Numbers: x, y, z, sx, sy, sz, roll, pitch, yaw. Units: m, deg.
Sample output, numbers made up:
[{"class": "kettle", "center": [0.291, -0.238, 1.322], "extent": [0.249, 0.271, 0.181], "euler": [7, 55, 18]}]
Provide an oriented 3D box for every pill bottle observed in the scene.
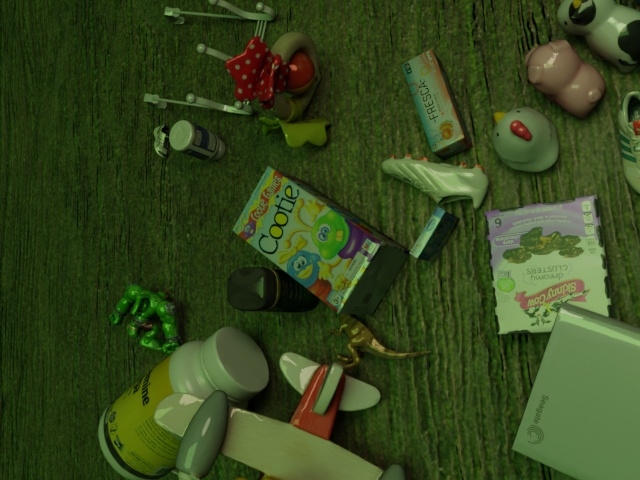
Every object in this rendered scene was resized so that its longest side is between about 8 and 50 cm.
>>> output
[{"class": "pill bottle", "center": [-0.267, 0.319, 1.122], "extent": [0.334, 0.188, 0.188], "euler": [-39, 66, 19]}, {"class": "pill bottle", "center": [-0.265, -0.214, 1.233], "extent": [0.067, 0.120, 0.067], "euler": [-5, 81, 29]}]

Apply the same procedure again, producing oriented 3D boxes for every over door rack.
[{"class": "over door rack", "center": [-0.270, -0.413, 1.273], "extent": [0.324, 0.108, 0.240], "euler": [12, 89, 31]}]

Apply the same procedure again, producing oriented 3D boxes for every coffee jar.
[{"class": "coffee jar", "center": [-0.087, 0.093, 1.050], "extent": [0.096, 0.184, 0.079], "euler": [-6, 80, 29]}]

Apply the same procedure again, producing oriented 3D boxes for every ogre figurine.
[{"class": "ogre figurine", "center": [-0.386, 0.170, 1.267], "extent": [0.197, 0.096, 0.118], "euler": [31, 111, 41]}]

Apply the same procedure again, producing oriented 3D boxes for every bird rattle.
[{"class": "bird rattle", "center": [-0.073, -0.303, 1.077], "extent": [0.143, 0.253, 0.207], "euler": [13, 66, 30]}]

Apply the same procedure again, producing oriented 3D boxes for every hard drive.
[{"class": "hard drive", "center": [0.463, 0.251, 0.748], "extent": [0.352, 0.047, 0.233], "euler": [20, 106, 26]}]

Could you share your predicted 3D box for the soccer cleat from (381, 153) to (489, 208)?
[{"class": "soccer cleat", "center": [0.193, -0.104, 0.987], "extent": [0.196, 0.068, 0.076], "euler": [13, 93, 28]}]

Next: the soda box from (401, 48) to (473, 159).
[{"class": "soda box", "center": [0.206, -0.239, 1.001], "extent": [0.062, 0.058, 0.183], "euler": [-23, 71, 26]}]

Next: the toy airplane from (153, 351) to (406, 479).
[{"class": "toy airplane", "center": [-0.040, 0.379, 0.927], "extent": [0.385, 0.272, 0.385], "euler": [-22, 89, 3]}]

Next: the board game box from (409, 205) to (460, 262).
[{"class": "board game box", "center": [0.194, -0.008, 0.957], "extent": [0.020, 0.090, 0.090], "euler": [35, 101, 28]}]

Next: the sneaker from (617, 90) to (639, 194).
[{"class": "sneaker", "center": [0.467, -0.142, 0.826], "extent": [0.057, 0.075, 0.162], "euler": [-11, 78, 28]}]

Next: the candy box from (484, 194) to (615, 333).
[{"class": "candy box", "center": [0.351, 0.043, 0.870], "extent": [0.164, 0.070, 0.197], "euler": [-9, 79, 29]}]

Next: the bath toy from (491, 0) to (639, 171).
[{"class": "bath toy", "center": [0.383, -0.268, 0.863], "extent": [0.151, 0.129, 0.348], "euler": [43, 105, 27]}]

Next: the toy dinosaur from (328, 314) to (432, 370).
[{"class": "toy dinosaur", "center": [0.077, 0.182, 1.015], "extent": [0.211, 0.064, 0.112], "euler": [36, 100, 28]}]

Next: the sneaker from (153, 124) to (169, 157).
[{"class": "sneaker", "center": [-0.376, -0.239, 1.353], "extent": [0.036, 0.032, 0.083], "euler": [-21, 74, 26]}]

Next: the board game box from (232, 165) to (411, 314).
[{"class": "board game box", "center": [0.000, 0.000, 1.037], "extent": [0.275, 0.144, 0.142], "euler": [35, 100, 28]}]
